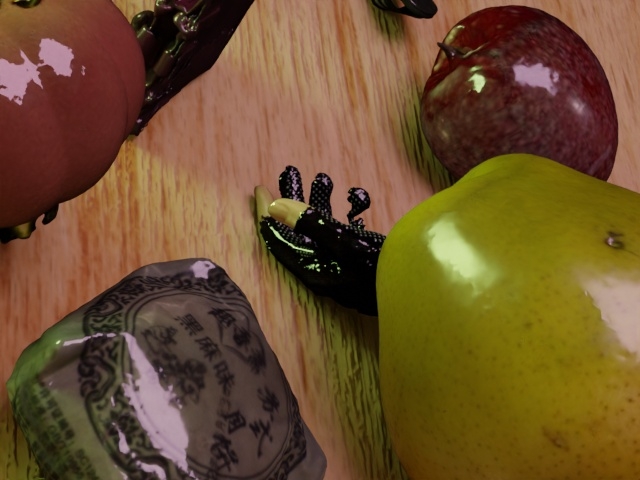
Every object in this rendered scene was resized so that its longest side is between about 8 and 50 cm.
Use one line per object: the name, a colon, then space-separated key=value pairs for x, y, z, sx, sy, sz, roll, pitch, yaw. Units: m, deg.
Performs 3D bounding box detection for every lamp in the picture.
lamp: x=-0.298 y=-0.116 z=1.704 sx=0.305 sy=0.240 sz=0.305 roll=-7 pitch=34 yaw=5

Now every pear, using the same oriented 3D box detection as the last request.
pear: x=0.229 y=0.120 z=1.897 sx=0.362 sy=0.362 sz=0.418 roll=-24 pitch=81 yaw=-52

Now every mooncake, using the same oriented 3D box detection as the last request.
mooncake: x=-0.128 y=0.151 z=1.659 sx=0.250 sy=0.136 sz=0.254 roll=-27 pitch=84 yaw=-54

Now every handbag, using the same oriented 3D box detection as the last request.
handbag: x=-0.133 y=-0.227 z=2.009 sx=0.074 sy=0.203 sz=0.216 roll=37 pitch=36 yaw=3

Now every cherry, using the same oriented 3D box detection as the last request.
cherry: x=0.237 y=-0.147 z=2.299 sx=0.300 sy=0.203 sz=0.230 roll=46 pitch=32 yaw=-23

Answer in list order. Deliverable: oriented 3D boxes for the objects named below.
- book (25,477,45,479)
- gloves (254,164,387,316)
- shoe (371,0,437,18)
book: x=-0.188 y=0.271 z=1.631 sx=0.118 sy=0.012 sz=0.172 roll=-2 pitch=57 yaw=-47
gloves: x=0.000 y=0.002 z=2.025 sx=0.180 sy=0.106 sz=0.129 roll=28 pitch=27 yaw=26
shoe: x=0.088 y=-0.308 z=2.438 sx=0.071 sy=0.049 sz=0.179 roll=25 pitch=22 yaw=-34
